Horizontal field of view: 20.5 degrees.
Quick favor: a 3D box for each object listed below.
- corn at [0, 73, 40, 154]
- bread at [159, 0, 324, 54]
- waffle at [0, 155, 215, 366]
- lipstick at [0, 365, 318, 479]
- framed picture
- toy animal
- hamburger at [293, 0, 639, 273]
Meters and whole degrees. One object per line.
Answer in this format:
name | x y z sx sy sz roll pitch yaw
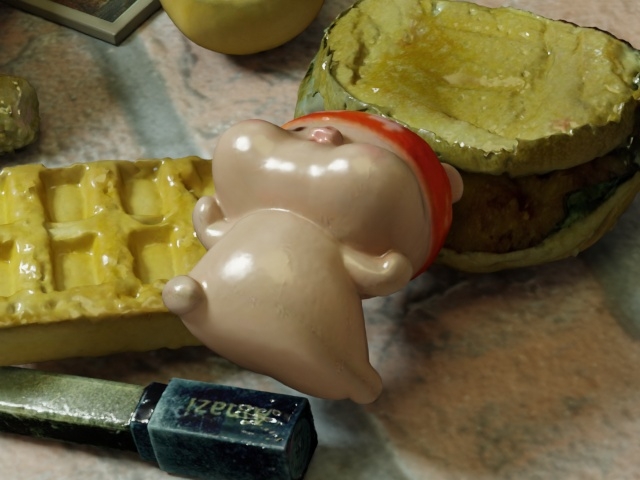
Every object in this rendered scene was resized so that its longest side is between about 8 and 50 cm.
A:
corn | -0.380 -0.103 1.486 0.288 0.086 0.086 -3 45 6
bread | -0.080 -0.242 1.550 0.147 0.098 0.217 -13 48 -7
waffle | -0.157 0.013 1.301 0.274 0.057 0.168 -4 44 -13
lipstick | -0.158 0.119 1.235 0.312 0.051 0.051 7 47 20
framed picture | -0.181 -0.285 1.674 0.184 0.016 0.250 23 54 30
toy animal | 0.000 0.000 1.195 0.171 0.171 0.197 14 62 24
hamburger | 0.105 -0.077 1.319 0.309 0.132 0.211 24 55 32
